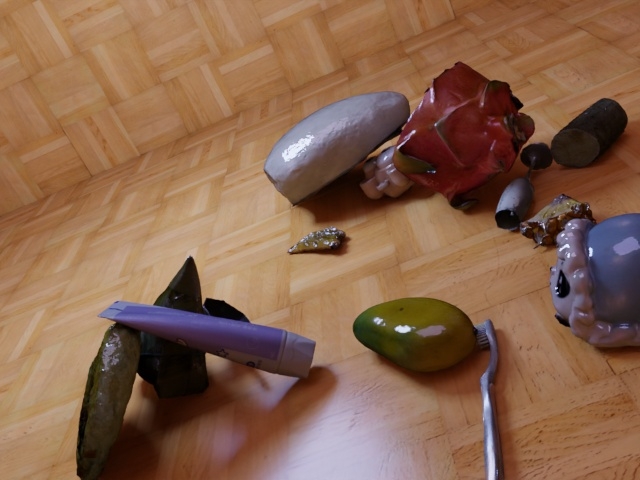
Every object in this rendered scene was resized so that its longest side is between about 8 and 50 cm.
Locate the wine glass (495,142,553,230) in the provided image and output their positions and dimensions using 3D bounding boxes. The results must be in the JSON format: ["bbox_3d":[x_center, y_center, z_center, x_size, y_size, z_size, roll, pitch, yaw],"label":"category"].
[{"bbox_3d":[0.417,-0.109,1.446,0.074,0.074,0.262,-6,33,36],"label":"wine glass"}]

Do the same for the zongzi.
[{"bbox_3d":[-0.313,0.151,1.399,0.125,0.274,0.251,-3,8,-37],"label":"zongzi"}]

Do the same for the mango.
[{"bbox_3d":[0.156,0.148,1.172,0.137,0.091,0.237,-30,25,-23],"label":"mango"}]

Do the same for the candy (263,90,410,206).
[{"bbox_3d":[0.040,-0.255,1.820,0.427,0.186,0.386,-28,4,11],"label":"candy"}]

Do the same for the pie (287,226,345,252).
[{"bbox_3d":[0.000,0.000,1.659,0.170,0.034,0.092,-3,35,50],"label":"pie"}]

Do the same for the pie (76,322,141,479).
[{"bbox_3d":[-0.389,0.280,1.255,0.323,0.070,0.323,-163,90,-72],"label":"pie"}]

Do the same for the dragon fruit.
[{"bbox_3d":[0.320,-0.210,1.509,0.226,0.305,0.305,36,57,17],"label":"dragon fruit"}]

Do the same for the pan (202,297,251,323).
[{"bbox_3d":[-0.190,0.182,1.381,0.048,0.128,0.202,-56,8,10],"label":"pan"}]

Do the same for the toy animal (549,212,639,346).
[{"bbox_3d":[0.442,0.040,1.041,0.204,0.156,0.208,-4,29,30],"label":"toy animal"}]

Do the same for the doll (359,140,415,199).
[{"bbox_3d":[0.195,-0.197,1.763,0.154,0.119,0.278,-28,16,29],"label":"doll"}]

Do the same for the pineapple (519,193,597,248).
[{"bbox_3d":[0.439,-0.041,1.292,0.137,0.069,0.116,-10,31,34],"label":"pineapple"}]

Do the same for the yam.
[{"bbox_3d":[0.582,-0.234,1.494,0.183,0.107,0.107,-39,29,-29],"label":"yam"}]

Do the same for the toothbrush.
[{"bbox_3d":[0.243,0.232,1.002,0.037,0.028,0.375,-22,25,21],"label":"toothbrush"}]

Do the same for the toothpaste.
[{"bbox_3d":[-0.195,0.161,1.233,0.371,0.080,0.125,16,7,-4],"label":"toothpaste"}]
